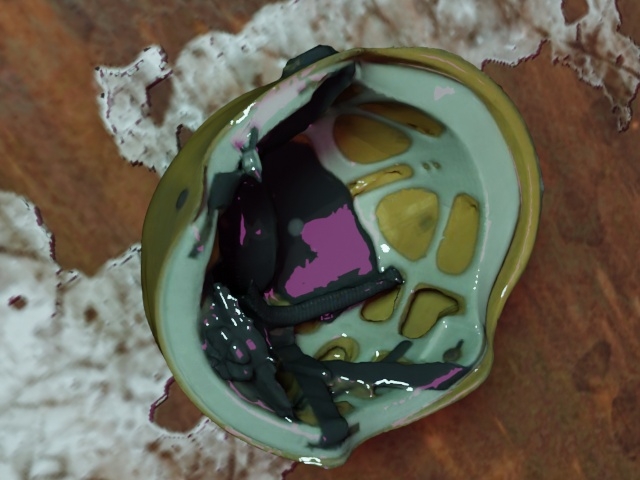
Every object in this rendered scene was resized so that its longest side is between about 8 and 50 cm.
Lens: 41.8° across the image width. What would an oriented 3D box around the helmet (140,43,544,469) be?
[{"bbox_3d":[0.000,0.000,0.449,0.224,0.130,0.198,-37,116,-26],"label":"helmet"}]
